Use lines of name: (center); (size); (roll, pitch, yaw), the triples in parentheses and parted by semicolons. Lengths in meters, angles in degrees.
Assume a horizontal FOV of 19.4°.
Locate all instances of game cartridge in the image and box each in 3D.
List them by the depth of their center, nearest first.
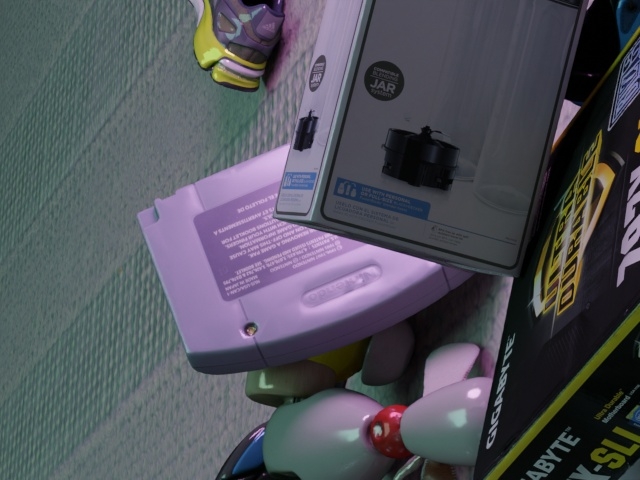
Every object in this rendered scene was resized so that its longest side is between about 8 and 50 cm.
game cartridge: (0.000, 0.000, 1.671); (0.062, 0.297, 0.198); (68, 179, -63)

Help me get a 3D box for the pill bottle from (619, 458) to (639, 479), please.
pill bottle: (0.205, 0.141, 1.360); (0.152, 0.086, 0.086); (143, 135, -58)

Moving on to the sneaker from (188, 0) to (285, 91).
sneaker: (-0.098, -0.316, 2.305); (0.121, 0.111, 0.300); (-49, 40, 31)

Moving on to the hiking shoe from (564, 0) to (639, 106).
hiking shoe: (0.269, -0.181, 1.321); (0.304, 0.132, 0.113); (124, 148, -42)

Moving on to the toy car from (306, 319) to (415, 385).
toy car: (0.031, 0.043, 1.779); (0.136, 0.159, 0.182); (-28, -42, -70)

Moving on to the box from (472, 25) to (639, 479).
box: (0.207, -0.005, 1.225); (0.257, 0.079, 0.322); (-55, 13, 45)

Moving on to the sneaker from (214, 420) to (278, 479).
sneaker: (-0.091, 0.334, 1.900); (0.139, 0.125, 0.340); (-147, 73, -72)

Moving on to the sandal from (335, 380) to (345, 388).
sandal: (0.008, 0.055, 1.900); (0.097, 0.054, 0.254); (6, 84, 67)

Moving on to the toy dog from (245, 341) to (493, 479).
toy dog: (0.068, 0.185, 1.634); (0.334, 0.161, 0.220); (20, 94, 52)

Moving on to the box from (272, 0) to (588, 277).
box: (0.087, -0.133, 1.327); (0.087, 0.169, 0.290); (-176, 101, -72)
